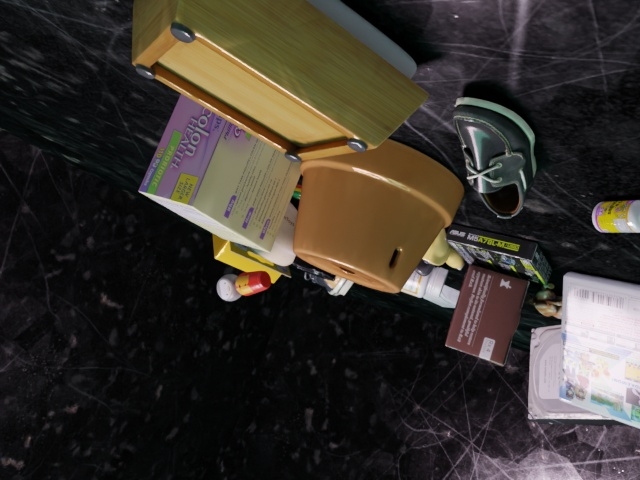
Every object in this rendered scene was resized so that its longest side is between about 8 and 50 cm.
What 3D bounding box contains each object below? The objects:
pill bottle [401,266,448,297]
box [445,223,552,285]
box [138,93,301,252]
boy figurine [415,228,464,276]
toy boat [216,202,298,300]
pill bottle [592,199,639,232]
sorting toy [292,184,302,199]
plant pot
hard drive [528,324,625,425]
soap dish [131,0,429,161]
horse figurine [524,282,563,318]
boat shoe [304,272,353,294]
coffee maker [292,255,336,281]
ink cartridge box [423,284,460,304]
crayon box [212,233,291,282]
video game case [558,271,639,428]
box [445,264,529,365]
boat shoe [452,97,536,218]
[{"bbox_3d":[0.247,0.089,1.647,0.214,0.117,0.117,19,171,15],"label":"pill bottle"},{"bbox_3d":[0.381,0.031,1.228,0.184,0.045,0.190,13,168,34],"label":"box"},{"bbox_3d":[-0.150,-0.123,0.984,0.117,0.214,0.243,16,170,28],"label":"box"},{"bbox_3d":[0.255,0.025,1.343,0.177,0.092,0.285,24,174,2],"label":"boy figurine"},{"bbox_3d":[-0.167,0.007,1.479,0.148,0.318,0.267,-15,136,34],"label":"toy boat"},{"bbox_3d":[0.411,-0.032,0.772,0.043,0.043,0.083,25,170,-24],"label":"pill bottle"},{"bbox_3d":[-0.146,-0.150,1.359,0.274,0.046,0.132,20,171,2],"label":"sorting toy"},{"bbox_3d":[0.077,-0.038,1.007,0.290,0.204,0.291,21,171,4],"label":"plant pot"},{"bbox_3d":[0.642,0.302,1.336,0.064,0.237,0.338,27,153,-30],"label":"hard drive"},{"bbox_3d":[-0.059,-0.196,0.645,0.290,0.118,0.229,27,169,-29],"label":"soap dish"},{"bbox_3d":[0.614,0.169,1.441,0.263,0.066,0.174,17,166,7],"label":"horse figurine"},{"bbox_3d":[0.043,0.070,1.796,0.156,0.187,0.500,34,179,3],"label":"boat shoe"},{"bbox_3d":[0.000,0.000,1.491,0.171,0.178,0.120,27,169,-34],"label":"coffee maker"},{"bbox_3d":[0.394,0.179,2.059,0.232,0.066,0.189,19,172,-15],"label":"ink cartridge box"},{"bbox_3d":[-0.211,-0.005,1.695,0.203,0.083,0.323,27,-153,-30],"label":"crayon box"},{"bbox_3d":[0.640,0.234,1.142,0.036,0.300,0.328,-19,-159,-41],"label":"video game case"},{"bbox_3d":[0.394,0.174,1.401,0.143,0.191,0.381,17,178,13],"label":"box"},{"bbox_3d":[0.218,-0.099,0.721,0.084,0.079,0.233,17,169,34],"label":"boat shoe"}]
